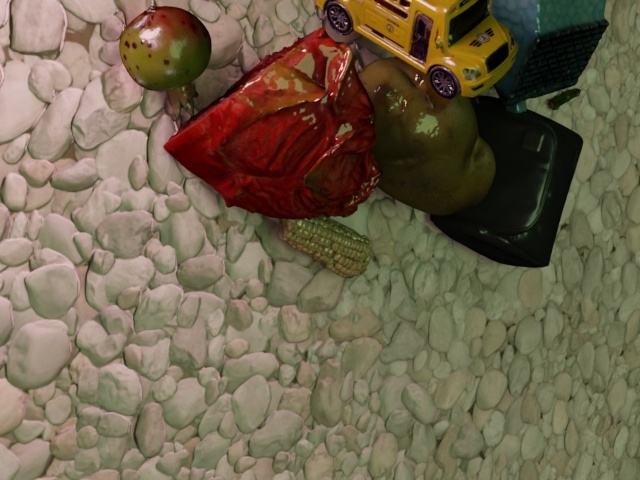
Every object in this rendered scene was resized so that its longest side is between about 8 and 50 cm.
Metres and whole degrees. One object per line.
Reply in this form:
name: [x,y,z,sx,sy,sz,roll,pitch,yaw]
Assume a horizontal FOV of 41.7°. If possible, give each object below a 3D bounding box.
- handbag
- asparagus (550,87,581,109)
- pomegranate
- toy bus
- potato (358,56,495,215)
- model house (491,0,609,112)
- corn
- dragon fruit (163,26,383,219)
handbag: [0.375,-0.119,1.644,0.275,0.177,0.302,24,83,-39]
asparagus: [0.535,-0.310,1.840,0.108,0.021,0.025,-29,119,-32]
pomegranate: [-0.205,-0.258,1.188,0.159,0.129,0.129,41,72,-43]
toy bus: [0.153,-0.367,1.325,0.145,0.331,0.151,-41,154,-27]
potato: [0.178,-0.169,1.461,0.218,0.202,0.351,-52,127,-16]
model house: [0.399,-0.378,1.594,0.261,0.225,0.241,-19,112,-36]
corn: [0.000,0.000,1.429,0.210,0.087,0.087,24,82,-35]
dragon fruit: [-0.015,-0.173,1.299,0.330,0.302,0.240,36,42,-32]
